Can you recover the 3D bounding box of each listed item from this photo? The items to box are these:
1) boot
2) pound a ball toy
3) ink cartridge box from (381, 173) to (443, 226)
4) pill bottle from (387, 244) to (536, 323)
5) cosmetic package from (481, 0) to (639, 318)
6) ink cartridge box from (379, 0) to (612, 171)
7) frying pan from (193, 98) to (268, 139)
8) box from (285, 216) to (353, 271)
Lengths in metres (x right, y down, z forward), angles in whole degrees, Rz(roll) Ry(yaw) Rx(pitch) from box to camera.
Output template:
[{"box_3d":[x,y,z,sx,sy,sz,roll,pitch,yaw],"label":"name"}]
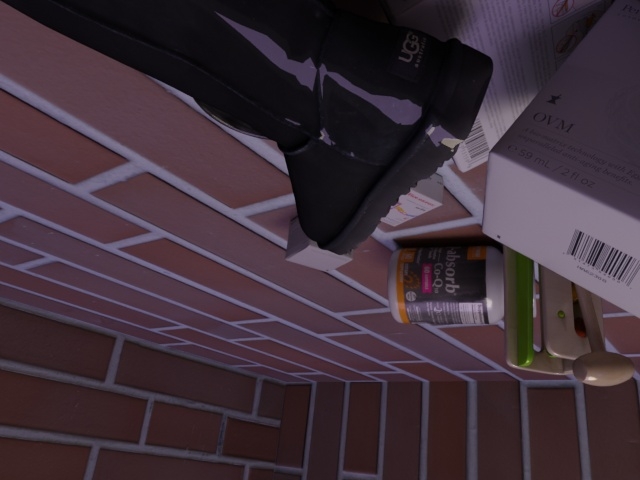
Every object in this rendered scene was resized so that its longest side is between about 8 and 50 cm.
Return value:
[{"box_3d":[-0.116,-0.162,0.557,0.446,0.146,0.367,22,154,-8],"label":"boot"},{"box_3d":[0.399,0.081,0.861,0.136,0.318,0.208,11,156,-9],"label":"pound a ball toy"},{"box_3d":[0.130,-0.076,0.908,0.089,0.052,0.122,20,153,-27],"label":"ink cartridge box"},{"box_3d":[0.287,0.090,1.117,0.279,0.162,0.162,-3,155,20],"label":"pill bottle"},{"box_3d":[0.304,-0.068,0.487,0.224,0.224,0.138,33,161,28],"label":"cosmetic package"},{"box_3d":[0.214,-0.210,0.568,0.239,0.060,0.275,-28,146,13],"label":"ink cartridge box"},{"box_3d":[-0.012,-0.173,0.717,0.326,0.053,0.197,18,154,-25],"label":"frying pan"},{"box_3d":[0.000,0.000,1.075,0.101,0.087,0.102,18,155,-25],"label":"box"}]
